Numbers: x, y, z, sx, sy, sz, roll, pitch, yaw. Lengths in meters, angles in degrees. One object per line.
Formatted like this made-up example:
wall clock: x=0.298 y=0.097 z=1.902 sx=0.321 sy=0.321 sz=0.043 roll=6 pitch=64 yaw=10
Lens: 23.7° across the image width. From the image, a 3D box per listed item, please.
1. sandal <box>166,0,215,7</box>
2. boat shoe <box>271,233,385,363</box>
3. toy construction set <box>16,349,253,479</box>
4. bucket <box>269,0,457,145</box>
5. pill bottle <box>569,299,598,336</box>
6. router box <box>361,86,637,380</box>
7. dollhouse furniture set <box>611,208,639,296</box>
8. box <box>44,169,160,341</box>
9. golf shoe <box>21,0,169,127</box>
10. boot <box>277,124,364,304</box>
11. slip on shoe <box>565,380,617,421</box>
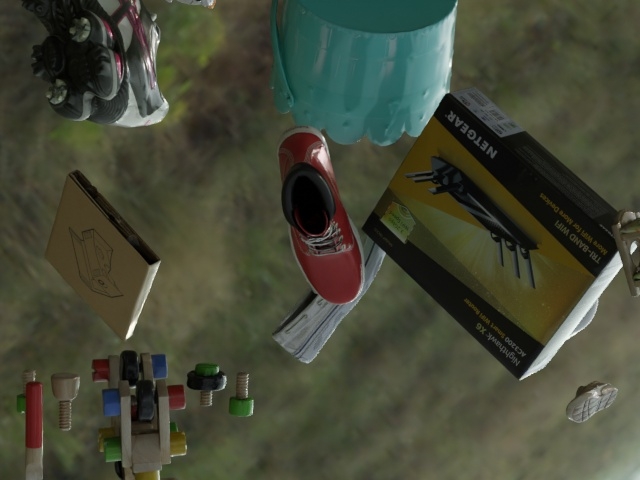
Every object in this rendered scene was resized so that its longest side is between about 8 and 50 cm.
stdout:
sandal: x=-0.150 y=-0.305 z=1.688 sx=0.265 sy=0.076 sz=0.102 roll=-146 pitch=-120 yaw=-85
boat shoe: x=0.013 y=0.072 z=2.236 sx=0.226 sy=0.076 sz=0.083 roll=-57 pitch=-167 yaw=-1
toy construction set: x=-0.293 y=0.298 z=2.193 sx=0.309 sy=0.257 sz=0.237 roll=-4 pitch=100 yaw=-38
bucket: x=0.062 y=-0.287 z=2.146 sx=0.281 sy=0.281 sz=0.183 roll=-30 pitch=144 yaw=-34
pill bottle: x=0.314 y=0.102 z=2.212 sx=0.117 sy=0.117 sz=0.215 roll=-36 pitch=173 yaw=-18
router box: x=0.231 y=-0.011 z=1.999 sx=0.081 sy=0.309 sz=0.243 roll=-18 pitch=146 yaw=-52
dollhouse furniture set: x=0.469 y=-0.016 z=1.808 sx=0.182 sy=0.101 sz=0.161 roll=-11 pitch=-170 yaw=42
box: x=-0.283 y=0.023 z=1.967 sx=0.021 sy=0.164 sz=0.201 roll=-35 pitch=165 yaw=-34
golf shoe: x=-0.220 y=-0.228 z=1.457 sx=0.105 sy=0.273 sz=0.120 roll=-24 pitch=157 yaw=30
boot: x=0.000 y=0.000 z=1.874 sx=0.088 sy=0.244 sz=0.176 roll=-15 pitch=-154 yaw=4
slip on shoe: x=0.425 y=0.252 z=2.440 sx=0.135 sy=0.041 sz=0.051 roll=-17 pitch=131 yaw=-47
